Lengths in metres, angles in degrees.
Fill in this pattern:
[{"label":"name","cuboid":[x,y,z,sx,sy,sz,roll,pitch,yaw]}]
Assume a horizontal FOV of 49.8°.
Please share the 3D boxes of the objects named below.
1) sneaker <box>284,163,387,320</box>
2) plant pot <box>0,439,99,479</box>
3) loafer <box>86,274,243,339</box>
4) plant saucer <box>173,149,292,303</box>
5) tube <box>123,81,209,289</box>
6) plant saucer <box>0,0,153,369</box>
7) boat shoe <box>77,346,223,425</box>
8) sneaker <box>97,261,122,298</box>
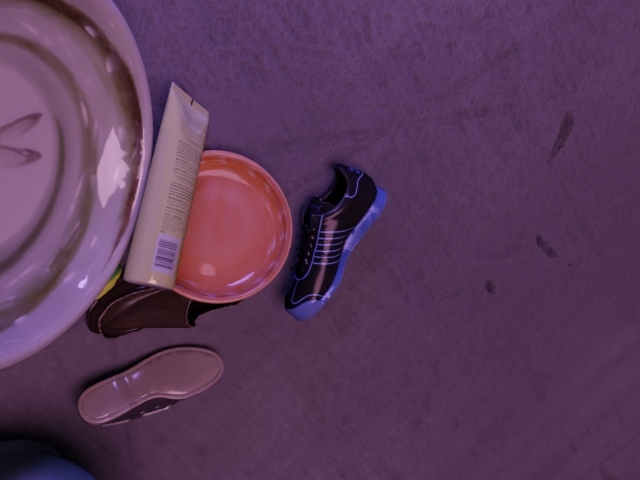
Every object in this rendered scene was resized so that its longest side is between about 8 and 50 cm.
[{"label":"sneaker","cuboid":[0.000,0.000,0.992,0.090,0.081,0.232,32,87,-29]},{"label":"plant pot","cuboid":[-0.388,0.381,0.863,0.293,0.196,0.293,-18,130,-23]},{"label":"loafer","cuboid":[-0.198,0.079,0.913,0.220,0.078,0.080,-21,135,-18]},{"label":"plant saucer","cuboid":[-0.137,-0.017,0.900,0.200,0.037,0.200,3,81,-17]},{"label":"tube","cuboid":[-0.182,-0.061,0.837,0.062,0.070,0.240,14,81,-20]},{"label":"plant saucer","cuboid":[-0.316,-0.074,0.668,0.400,0.100,0.400,14,90,-71]},{"label":"boat shoe","cuboid":[-0.239,0.209,0.979,0.206,0.075,0.065,-17,159,-25]},{"label":"sneaker","cuboid":[-0.376,0.018,0.796,0.295,0.109,0.123,3,109,-28]}]
